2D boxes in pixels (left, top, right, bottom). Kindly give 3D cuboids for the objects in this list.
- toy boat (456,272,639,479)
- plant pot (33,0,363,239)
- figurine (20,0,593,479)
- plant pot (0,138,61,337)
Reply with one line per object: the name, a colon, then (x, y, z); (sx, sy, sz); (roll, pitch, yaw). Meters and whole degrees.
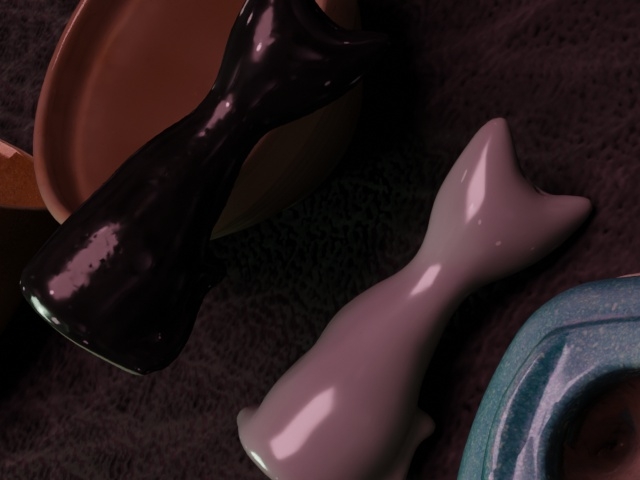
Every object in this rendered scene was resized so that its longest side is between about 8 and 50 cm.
toy boat: (0.133, 0.153, 0.525); (0.267, 0.148, 0.318); (5, 71, 45)
plant pot: (-0.053, -0.088, 0.876); (0.237, 0.110, 0.237); (-24, 51, 34)
figurine: (0.000, 0.000, 0.725); (0.209, 0.215, 0.092); (-52, 9, 4)
plant pot: (-0.318, 0.047, 0.992); (0.237, 0.237, 0.254); (33, 105, 49)
